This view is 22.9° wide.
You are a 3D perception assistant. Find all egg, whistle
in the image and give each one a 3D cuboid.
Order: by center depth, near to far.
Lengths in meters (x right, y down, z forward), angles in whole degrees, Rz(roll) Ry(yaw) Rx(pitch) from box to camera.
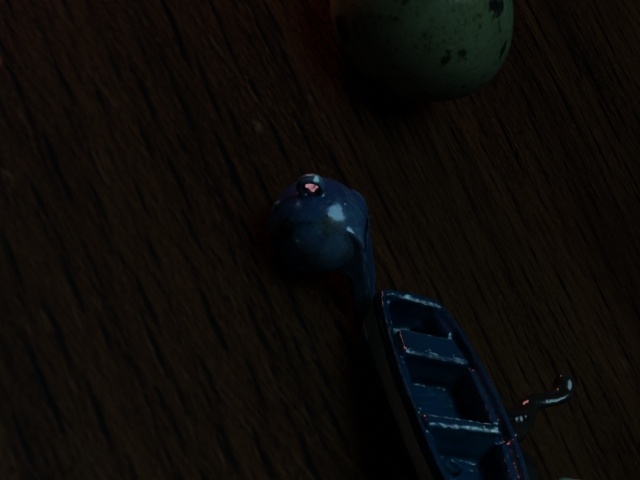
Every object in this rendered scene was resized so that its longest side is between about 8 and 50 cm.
[{"bbox_3d":[0.000,0.000,1.338,0.158,0.090,0.090,82,7,-47],"label":"whistle"},{"bbox_3d":[0.107,-0.224,1.580,0.228,0.177,0.177,40,31,-56],"label":"egg"}]

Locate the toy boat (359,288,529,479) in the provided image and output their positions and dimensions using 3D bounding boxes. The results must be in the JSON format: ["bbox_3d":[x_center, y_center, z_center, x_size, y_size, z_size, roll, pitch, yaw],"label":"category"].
[{"bbox_3d":[0.102,0.164,1.269,0.096,0.061,0.299,14,37,-30],"label":"toy boat"}]

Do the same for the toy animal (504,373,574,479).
[{"bbox_3d":[0.175,0.207,1.368,0.148,0.084,0.232,6,61,-50],"label":"toy animal"}]

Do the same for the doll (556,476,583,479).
[{"bbox_3d":[0.226,0.311,1.215,0.153,0.195,0.258,14,66,-19],"label":"doll"}]
